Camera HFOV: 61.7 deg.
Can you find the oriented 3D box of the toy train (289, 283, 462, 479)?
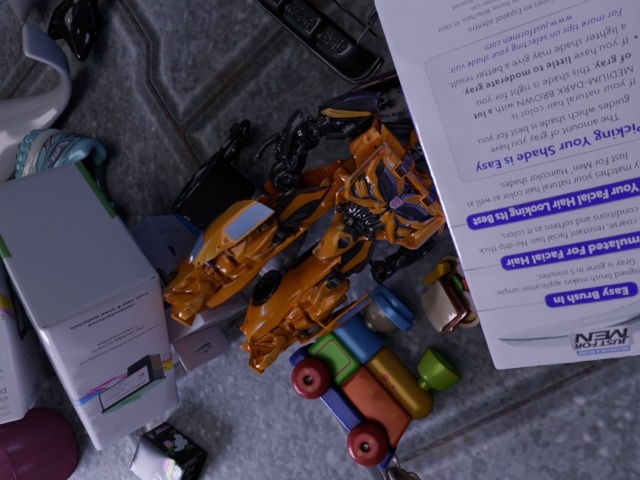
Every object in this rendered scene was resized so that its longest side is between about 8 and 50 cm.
[{"bbox_3d":[0.096,0.176,0.573,0.143,0.105,0.248,-45,77,8],"label":"toy train"}]

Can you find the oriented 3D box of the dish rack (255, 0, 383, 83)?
[{"bbox_3d":[0.042,-0.331,0.551,0.208,0.074,0.271,45,110,13],"label":"dish rack"}]

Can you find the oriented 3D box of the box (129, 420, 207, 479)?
[{"bbox_3d":[-0.213,0.308,0.749,0.083,0.052,0.062,28,105,20],"label":"box"}]

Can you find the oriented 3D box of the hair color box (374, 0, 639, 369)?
[{"bbox_3d":[0.190,-0.067,0.427,0.185,0.110,0.339,-13,112,25],"label":"hair color box"}]

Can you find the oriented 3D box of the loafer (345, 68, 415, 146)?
[{"bbox_3d":[0.162,-0.136,0.500,0.302,0.095,0.109,-6,92,25],"label":"loafer"}]

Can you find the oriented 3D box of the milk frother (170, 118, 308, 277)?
[{"bbox_3d":[-0.080,-0.052,0.629,0.134,0.129,0.143,40,81,-20],"label":"milk frother"}]

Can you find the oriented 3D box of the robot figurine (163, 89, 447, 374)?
[{"bbox_3d":[0.000,0.000,0.522,0.291,0.085,0.211,-40,120,16],"label":"robot figurine"}]

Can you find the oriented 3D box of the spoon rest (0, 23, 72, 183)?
[{"bbox_3d":[-0.437,-0.183,0.782,0.276,0.084,0.137,-37,59,35],"label":"spoon rest"}]

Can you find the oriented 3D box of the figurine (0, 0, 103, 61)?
[{"bbox_3d":[-0.359,-0.382,0.725,0.214,0.092,0.210,34,113,19],"label":"figurine"}]

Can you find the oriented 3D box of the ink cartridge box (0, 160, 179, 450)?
[{"bbox_3d":[-0.269,0.084,0.625,0.201,0.117,0.278,47,147,29],"label":"ink cartridge box"}]

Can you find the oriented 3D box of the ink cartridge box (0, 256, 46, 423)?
[{"bbox_3d":[-0.527,0.113,0.747,0.198,0.197,0.270,-11,95,-18],"label":"ink cartridge box"}]

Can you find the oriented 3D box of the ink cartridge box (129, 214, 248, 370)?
[{"bbox_3d":[-0.159,0.058,0.668,0.060,0.104,0.180,-33,82,22],"label":"ink cartridge box"}]

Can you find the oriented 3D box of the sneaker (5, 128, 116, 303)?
[{"bbox_3d":[-0.353,-0.014,0.749,0.122,0.110,0.283,4,98,21],"label":"sneaker"}]

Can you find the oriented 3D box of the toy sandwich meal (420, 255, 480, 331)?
[{"bbox_3d":[0.134,0.056,0.554,0.085,0.029,0.086,45,142,50],"label":"toy sandwich meal"}]

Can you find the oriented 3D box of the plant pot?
[{"bbox_3d":[-0.484,0.347,0.808,0.201,0.180,0.202,3,97,24],"label":"plant pot"}]
